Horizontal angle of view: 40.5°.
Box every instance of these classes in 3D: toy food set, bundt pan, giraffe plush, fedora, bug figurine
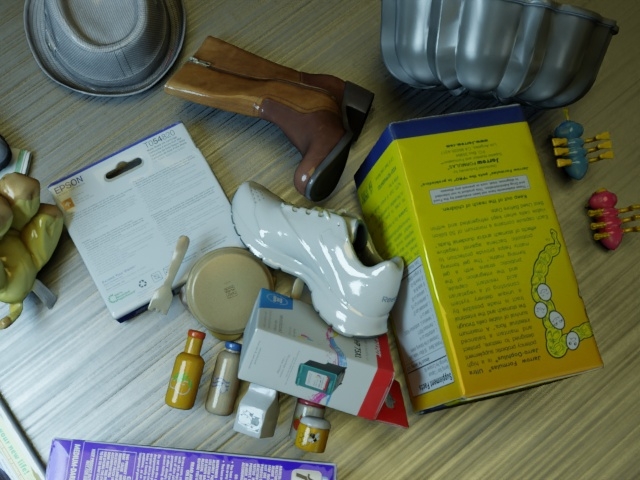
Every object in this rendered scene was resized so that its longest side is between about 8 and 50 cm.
[{"bbox_3d":[-0.128,0.073,1.206,0.192,0.038,0.132,22,91,-10],"label":"toy food set"},{"bbox_3d":[0.231,-0.257,1.193,0.331,0.331,0.124,9,98,1],"label":"bundt pan"},{"bbox_3d":[-0.465,0.004,1.176,0.171,0.210,0.181,15,46,19],"label":"giraffe plush"},{"bbox_3d":[-0.328,-0.352,1.284,0.244,0.124,0.275,-15,77,-6],"label":"fedora"},{"bbox_3d":[-0.079,0.194,1.140,0.232,0.111,0.104,12,87,26],"label":"toy food set"},{"bbox_3d":[0.467,-0.096,1.268,0.279,0.072,0.216,-5,82,-8],"label":"bug figurine"}]

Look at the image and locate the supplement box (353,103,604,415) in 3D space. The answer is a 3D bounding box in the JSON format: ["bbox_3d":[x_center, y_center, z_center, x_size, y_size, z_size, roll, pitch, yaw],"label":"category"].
[{"bbox_3d":[0.195,0.030,1.149,0.195,0.194,0.356,-10,76,-15],"label":"supplement box"}]

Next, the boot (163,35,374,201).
[{"bbox_3d":[-0.084,-0.184,1.218,0.281,0.096,0.264,20,49,3],"label":"boot"}]

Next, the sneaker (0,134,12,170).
[{"bbox_3d":[-0.541,-0.175,1.230,0.224,0.098,0.083,33,69,14],"label":"sneaker"}]

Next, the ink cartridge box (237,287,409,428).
[{"bbox_3d":[0.016,0.153,1.134,0.231,0.134,0.078,19,108,-8],"label":"ink cartridge box"}]

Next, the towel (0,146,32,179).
[{"bbox_3d":[-0.507,-0.089,1.266,0.152,0.023,0.113,7,73,3],"label":"towel"}]

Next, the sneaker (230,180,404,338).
[{"bbox_3d":[0.000,0.000,1.170,0.297,0.111,0.129,39,118,24],"label":"sneaker"}]

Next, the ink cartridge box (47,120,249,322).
[{"bbox_3d":[-0.242,-0.029,1.243,0.223,0.045,0.224,-27,77,-9],"label":"ink cartridge box"}]

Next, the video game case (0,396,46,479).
[{"bbox_3d":[-0.488,0.307,1.160,0.193,0.023,0.212,-34,78,-10],"label":"video game case"}]

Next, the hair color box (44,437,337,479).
[{"bbox_3d":[-0.154,0.315,1.084,0.339,0.185,0.110,7,74,0],"label":"hair color box"}]
